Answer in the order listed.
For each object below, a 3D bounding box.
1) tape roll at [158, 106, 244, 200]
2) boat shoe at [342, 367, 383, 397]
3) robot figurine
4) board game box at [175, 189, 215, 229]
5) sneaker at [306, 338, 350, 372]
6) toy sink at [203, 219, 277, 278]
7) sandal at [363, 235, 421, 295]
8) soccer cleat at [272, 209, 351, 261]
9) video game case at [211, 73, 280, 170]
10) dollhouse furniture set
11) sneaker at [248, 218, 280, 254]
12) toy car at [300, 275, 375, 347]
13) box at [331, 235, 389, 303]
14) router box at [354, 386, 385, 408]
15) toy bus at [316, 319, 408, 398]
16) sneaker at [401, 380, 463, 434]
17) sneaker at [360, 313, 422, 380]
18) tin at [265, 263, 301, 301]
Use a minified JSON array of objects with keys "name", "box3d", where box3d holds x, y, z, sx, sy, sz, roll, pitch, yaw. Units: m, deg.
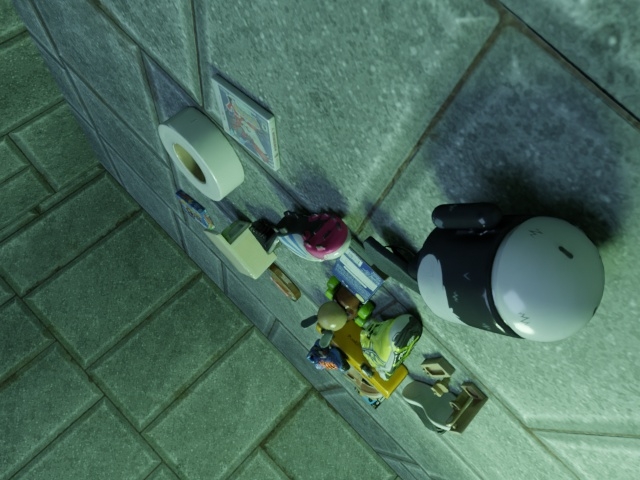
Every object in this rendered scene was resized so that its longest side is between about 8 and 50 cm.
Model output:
[{"name":"tape roll","box3d":[-0.365,-0.262,1.433,0.286,0.100,0.286,40,158,20]},{"name":"boat shoe","box3d":[0.155,0.488,1.743,0.116,0.123,0.324,56,156,-17]},{"name":"robot figurine","box3d":[0.258,0.046,0.681,0.209,0.173,0.278,9,177,-28]},{"name":"board game box","box3d":[-0.581,-0.139,2.166,0.201,0.035,0.136,35,156,29]},{"name":"sneaker","box3d":[0.026,0.410,1.590,0.083,0.087,0.221,52,162,-19]},{"name":"toy sink","box3d":[-0.297,0.009,1.746,0.234,0.131,0.153,52,159,-26]},{"name":"sandal","box3d":[0.202,0.069,1.006,0.254,0.054,0.097,35,165,5]},{"name":"soccer cleat","box3d":[0.000,0.000,1.205,0.143,0.116,0.331,45,167,-29]},{"name":"video game case","box3d":[-0.180,-0.284,1.141,0.201,0.023,0.183,39,158,20]},{"name":"dollhouse furniture set","box3d":[0.328,0.417,1.264,0.151,0.123,0.144,46,159,3]},{"name":"sneaker","box3d":[-0.178,-0.022,1.522,0.118,0.083,0.222,49,160,-2]},{"name":"toy car","box3d":[0.040,0.224,1.390,0.155,0.188,0.149,41,158,17]},{"name":"box","box3d":[0.101,0.085,1.234,0.136,0.036,0.225,44,158,10]},{"name":"router box","box3d":[0.215,0.662,2.035,0.133,0.046,0.179,41,158,18]},{"name":"toy bus","box3d":[0.137,0.377,1.593,0.333,0.108,0.130,39,161,20]},{"name":"sneaker","box3d":[0.376,0.535,1.427,0.147,0.104,0.296,50,165,-13]},{"name":"sneaker","box3d":[0.176,0.288,1.308,0.147,0.145,0.384,40,157,18]},{"name":"tin","box3d":[-0.152,0.166,1.877,0.189,0.040,0.106,47,163,1]}]
